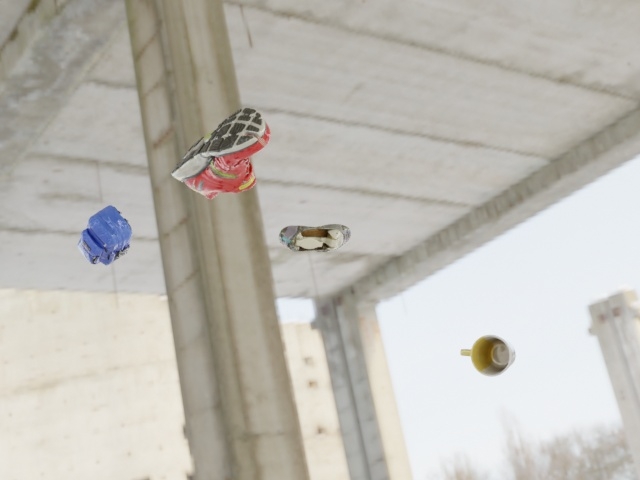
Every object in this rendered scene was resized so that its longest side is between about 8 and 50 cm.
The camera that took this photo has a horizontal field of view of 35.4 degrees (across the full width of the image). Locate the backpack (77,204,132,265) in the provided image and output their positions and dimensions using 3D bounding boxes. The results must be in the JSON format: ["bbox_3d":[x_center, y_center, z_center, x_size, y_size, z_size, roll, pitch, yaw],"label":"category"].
[{"bbox_3d":[-0.456,-0.007,2.134,0.101,0.098,0.120,-41,-5,-36],"label":"backpack"}]

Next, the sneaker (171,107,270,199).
[{"bbox_3d":[-0.150,-0.142,1.751,0.118,0.107,0.279,41,-29,-18],"label":"sneaker"}]

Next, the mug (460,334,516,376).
[{"bbox_3d":[0.260,0.169,1.519,0.062,0.078,0.064,-58,-24,12],"label":"mug"}]

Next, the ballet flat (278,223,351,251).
[{"bbox_3d":[0.000,0.000,1.343,0.114,0.041,0.041,-1,-23,-33],"label":"ballet flat"}]
